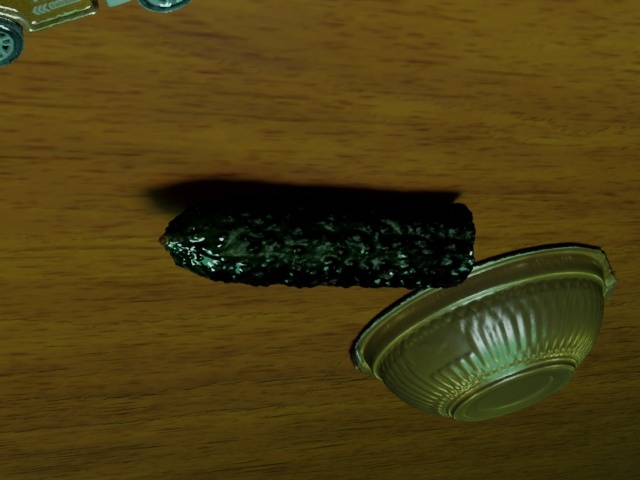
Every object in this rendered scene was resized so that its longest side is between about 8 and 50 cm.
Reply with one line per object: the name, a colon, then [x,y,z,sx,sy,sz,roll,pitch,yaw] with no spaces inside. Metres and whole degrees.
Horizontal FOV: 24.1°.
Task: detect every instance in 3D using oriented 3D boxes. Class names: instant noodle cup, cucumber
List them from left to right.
cucumber: [-0.001,-0.001,1.094,0.300,0.072,0.072,3,148,-41]
instant noodle cup: [0.168,0.109,1.431,0.274,0.090,0.274,-16,157,-7]

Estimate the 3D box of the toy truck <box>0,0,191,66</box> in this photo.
toy truck: [-0.142,-0.146,0.666,0.178,0.080,0.115,-17,147,-1]
